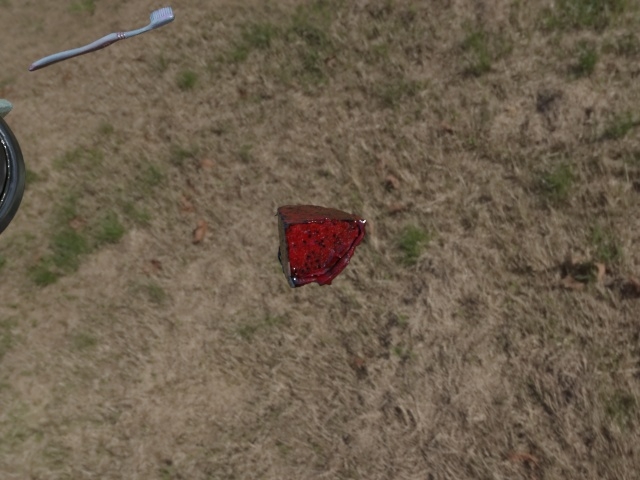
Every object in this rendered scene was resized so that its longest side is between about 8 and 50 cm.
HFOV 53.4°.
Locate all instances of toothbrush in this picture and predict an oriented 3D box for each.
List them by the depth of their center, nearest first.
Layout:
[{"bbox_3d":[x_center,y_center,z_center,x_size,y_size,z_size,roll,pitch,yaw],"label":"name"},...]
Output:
[{"bbox_3d":[-0.259,-0.233,0.747,0.193,0.013,0.019,-17,81,10],"label":"toothbrush"}]

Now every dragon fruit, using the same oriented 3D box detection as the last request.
[{"bbox_3d":[0.000,0.002,1.138,0.161,0.121,0.127,-6,23,-2],"label":"dragon fruit"}]

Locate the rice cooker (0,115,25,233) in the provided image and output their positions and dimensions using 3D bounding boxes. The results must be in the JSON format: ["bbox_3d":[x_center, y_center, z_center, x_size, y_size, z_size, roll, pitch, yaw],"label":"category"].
[{"bbox_3d":[-0.565,-0.078,0.883,0.316,0.264,0.317,-32,51,50],"label":"rice cooker"}]

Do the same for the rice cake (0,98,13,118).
[{"bbox_3d":[-0.573,-0.213,1.057,0.033,0.029,0.171,-49,5,19],"label":"rice cake"}]
